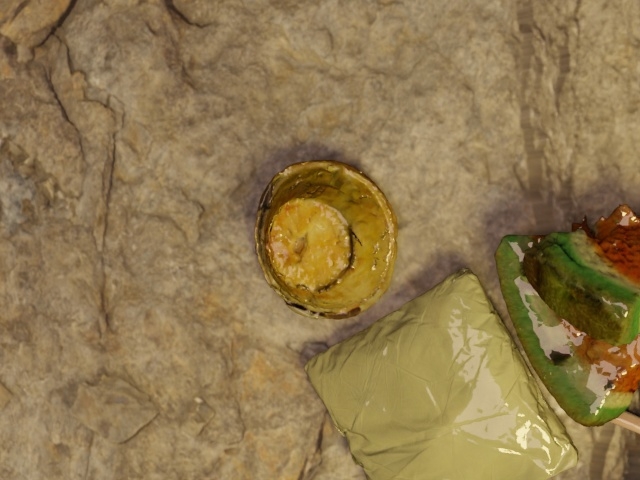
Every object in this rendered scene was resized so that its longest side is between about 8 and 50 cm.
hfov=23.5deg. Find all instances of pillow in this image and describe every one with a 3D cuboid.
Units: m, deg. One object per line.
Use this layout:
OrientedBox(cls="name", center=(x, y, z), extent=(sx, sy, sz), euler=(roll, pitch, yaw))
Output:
OrientedBox(cls="pillow", center=(0.143, 0.216, 1.924), extent=(0.274, 0.076, 0.280), euler=(-32, 81, 23))

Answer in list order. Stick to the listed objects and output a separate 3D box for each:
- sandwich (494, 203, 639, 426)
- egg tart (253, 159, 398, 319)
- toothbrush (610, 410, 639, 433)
OrientedBox(cls="sandwich", center=(0.364, 0.069, 1.775), extent=(0.301, 0.162, 0.250), euler=(-21, 81, 20))
OrientedBox(cls="egg tart", center=(-0.001, -0.001, 1.967), extent=(0.213, 0.090, 0.212), euler=(3, 98, 25))
OrientedBox(cls="toothbrush", center=(0.417, 0.241, 1.839), extent=(0.307, 0.025, 0.029), euler=(23, 110, 19))
